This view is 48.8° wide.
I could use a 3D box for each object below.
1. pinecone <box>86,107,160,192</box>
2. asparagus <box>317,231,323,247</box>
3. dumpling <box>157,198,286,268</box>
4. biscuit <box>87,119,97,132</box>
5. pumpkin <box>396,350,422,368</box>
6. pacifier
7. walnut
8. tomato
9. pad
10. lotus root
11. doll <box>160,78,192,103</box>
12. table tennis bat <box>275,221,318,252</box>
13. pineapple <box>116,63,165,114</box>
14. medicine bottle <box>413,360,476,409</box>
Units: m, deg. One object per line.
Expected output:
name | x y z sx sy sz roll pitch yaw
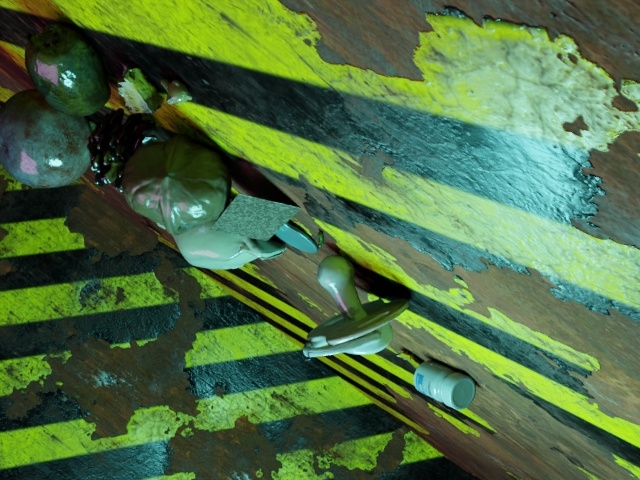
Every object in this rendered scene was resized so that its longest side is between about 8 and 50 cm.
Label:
pinecone | -0.509 -0.232 1.848 0.201 0.229 0.202 -4 146 24
asparagus | 0.000 0.000 1.773 0.015 0.014 0.114 35 165 11
dumpling | -0.263 -0.023 2.055 0.395 0.233 0.315 12 -173 30
biscuit | -0.683 -0.316 2.352 0.131 0.026 0.237 17 155 47
pumpkin | 0.289 0.378 2.251 0.101 0.035 0.073 29 175 15
pacifier | 0.081 0.183 1.789 0.220 0.273 0.332 13 171 -19
walnut | -0.344 -0.137 1.719 0.273 0.227 0.273 33 170 7
tomato | -0.868 -0.318 2.227 0.317 0.282 0.316 18 120 33
pad | -0.164 -0.053 1.738 0.158 0.003 0.235 12 155 -21
lotus root | -0.593 -0.388 1.668 0.160 0.152 0.275 25 165 9
doll | -0.302 -0.315 1.474 0.061 0.051 0.093 47 -169 -38
table tennis bat | -0.089 -0.029 1.846 0.153 0.040 0.244 22 163 28
pineapple | -0.404 -0.328 1.582 0.116 0.069 0.137 34 164 12
medicine bottle | 0.362 0.422 2.073 0.105 0.105 0.168 45 163 -30
